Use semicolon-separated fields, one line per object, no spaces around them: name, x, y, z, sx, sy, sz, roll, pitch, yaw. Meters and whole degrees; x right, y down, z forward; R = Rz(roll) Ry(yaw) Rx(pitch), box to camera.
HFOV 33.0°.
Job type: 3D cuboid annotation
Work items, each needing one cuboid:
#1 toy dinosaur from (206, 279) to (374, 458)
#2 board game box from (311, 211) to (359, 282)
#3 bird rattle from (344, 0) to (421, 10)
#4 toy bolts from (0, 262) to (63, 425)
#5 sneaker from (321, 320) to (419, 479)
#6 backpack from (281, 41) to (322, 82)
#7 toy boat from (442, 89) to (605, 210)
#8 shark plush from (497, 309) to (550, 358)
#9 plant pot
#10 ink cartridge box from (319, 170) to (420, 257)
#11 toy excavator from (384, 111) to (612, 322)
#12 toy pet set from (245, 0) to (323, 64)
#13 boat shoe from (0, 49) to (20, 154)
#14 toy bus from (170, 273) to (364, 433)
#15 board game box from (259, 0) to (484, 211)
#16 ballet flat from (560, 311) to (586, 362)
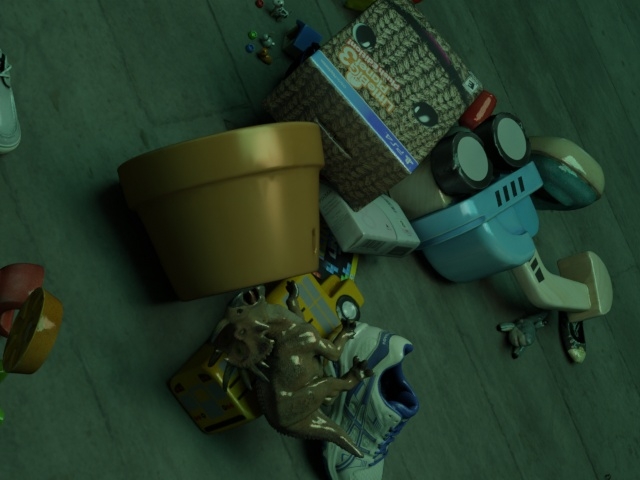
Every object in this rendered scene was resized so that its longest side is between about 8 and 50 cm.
toy dinosaur;-0.050;0.178;1.437;0.200;0.127;0.296;-29;107;-37
board game box;0.000;0.000;1.777;0.141;0.048;0.170;35;49;-30
bird rattle;0.169;-0.496;2.058;0.143;0.253;0.207;53;19;-12
toy bolts;-0.410;0.081;1.237;0.158;0.218;0.229;26;36;-27
sneaker;0.079;0.267;1.592;0.112;0.130;0.297;-38;131;-51
backpack;-0.004;-0.218;1.819;0.158;0.117;0.173;34;47;-18
toy boat;0.388;-0.152;2.129;0.318;0.267;0.148;35;80;-13
shark plush;0.413;0.174;2.088;0.161;0.067;0.073;-16;82;-47
plant pot;-0.121;-0.033;1.509;0.290;0.290;0.204;-10;86;-47
ink cartridge box;0.050;-0.080;1.790;0.189;0.066;0.232;6;53;-55
toy excavator;0.340;0.000;1.999;0.433;0.222;0.445;-27;95;-46
toy pet set;-0.059;-0.363;1.882;0.114;0.065;0.122;29;53;-32
boat shoe;-0.450;-0.226;1.415;0.079;0.081;0.228;-24;88;-48
toy bus;-0.069;0.149;1.593;0.130;0.108;0.333;53;44;-9
board game box;0.089;-0.232;1.723;0.232;0.141;0.291;48;47;-7
ballet flat;0.524;0.168;2.214;0.057;0.049;0.173;23;56;-35
